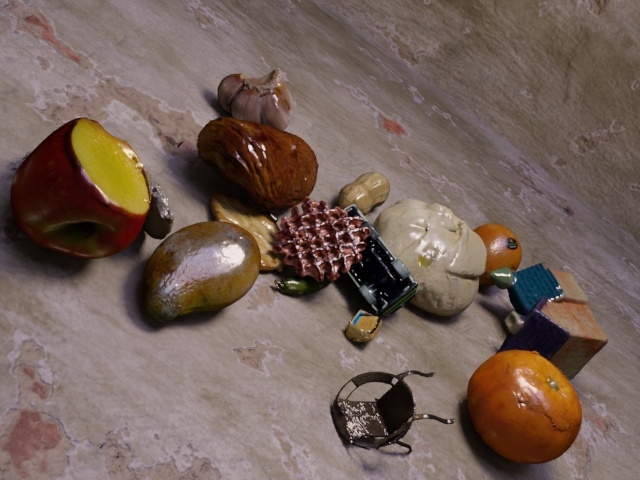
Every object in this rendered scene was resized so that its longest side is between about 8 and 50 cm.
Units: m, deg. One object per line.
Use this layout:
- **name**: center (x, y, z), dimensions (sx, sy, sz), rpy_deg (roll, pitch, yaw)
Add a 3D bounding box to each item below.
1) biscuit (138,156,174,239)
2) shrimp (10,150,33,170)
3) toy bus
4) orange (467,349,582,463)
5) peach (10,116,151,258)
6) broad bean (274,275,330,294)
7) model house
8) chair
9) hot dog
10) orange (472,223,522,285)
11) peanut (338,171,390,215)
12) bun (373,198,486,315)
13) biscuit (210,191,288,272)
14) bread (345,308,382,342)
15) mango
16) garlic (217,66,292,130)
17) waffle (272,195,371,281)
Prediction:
- **biscuit**: center (-0.372, -0.082, 1.696), dimensions (0.038, 0.141, 0.290), rpy_deg (-13, 35, -27)
- **shrimp**: center (-0.572, -0.165, 1.648), dimensions (0.057, 0.065, 0.165), rpy_deg (62, 29, -10)
- **toy bus**: center (0.129, 0.058, 2.055), dimensions (0.276, 0.133, 0.165), rpy_deg (54, 4, 21)
- **orange**: center (0.493, 0.406, 1.943), dimensions (0.284, 0.226, 0.284), rpy_deg (24, 38, -20)
- **peach**: center (-0.461, -0.106, 1.527), dimensions (0.245, 0.249, 0.275), rpy_deg (-8, 46, 4)
- **broad bean**: center (-0.018, 0.094, 1.953), dimensions (0.065, 0.046, 0.254), rpy_deg (38, 29, 22)
- **model house**: center (0.622, 0.228, 2.331), dimensions (0.280, 0.245, 0.312), rpy_deg (9, 41, -30)
- **chair**: center (0.145, 0.362, 1.698), dimensions (0.213, 0.149, 0.174), rpy_deg (12, 42, -34)
- **hot dog**: center (-0.156, -0.204, 2.044), dimensions (0.267, 0.174, 0.387), rpy_deg (42, 17, 19)
- **orange**: center (0.531, 0.046, 2.493), dimensions (0.206, 0.206, 0.206), rpy_deg (29, 32, -20)
- **peanut**: center (0.134, -0.135, 2.347), dimensions (0.111, 0.125, 0.274), rpy_deg (60, 30, -5)
- **bun**: center (0.319, 0.031, 2.248), dimensions (0.365, 0.219, 0.365), rpy_deg (25, 36, -20)
- **biscuit**: center (-0.172, -0.022, 1.943), dimensions (0.260, 0.041, 0.203), rpy_deg (46, 34, 11)
- **bread**: center (0.106, 0.212, 1.937), dimensions (0.072, 0.053, 0.106), rpy_deg (21, 25, 13)
- **mango**: center (-0.250, 0.065, 1.648), dimensions (0.193, 0.146, 0.316), rpy_deg (45, 44, 9)
- **garlic**: center (-0.188, -0.382, 2.279), dimensions (0.214, 0.191, 0.160), rpy_deg (-4, 52, 6)
- **waffle**: center (0.000, 0.000, 1.941), dimensions (0.221, 0.055, 0.234), rpy_deg (25, 52, 8)
